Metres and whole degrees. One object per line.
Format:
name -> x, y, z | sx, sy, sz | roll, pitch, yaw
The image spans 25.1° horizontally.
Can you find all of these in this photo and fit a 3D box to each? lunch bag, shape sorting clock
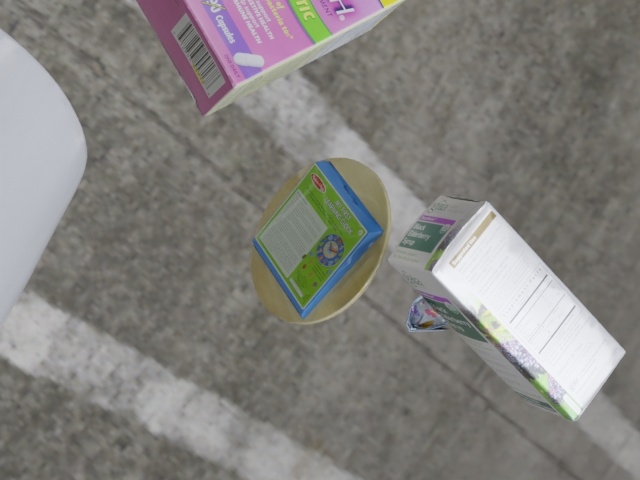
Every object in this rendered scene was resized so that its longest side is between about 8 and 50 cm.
lunch bag -> 0.128, 0.071, 1.540 | 0.083, 0.053, 0.071 | -35, 176, 2
shape sorting clock -> 0.000, 0.000, 1.684 | 0.040, 0.206, 0.206 | 23, 98, -43

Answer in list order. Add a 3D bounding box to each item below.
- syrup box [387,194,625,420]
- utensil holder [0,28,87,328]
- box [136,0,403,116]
syrup box -> 0.186, 0.066, 1.436 | 0.237, 0.093, 0.096 | 44, 77, -23
utensil holder -> -0.410, 0.013, 1.194 | 0.385, 0.327, 0.328 | -65, 150, -32
box -> -0.066, -0.289, 1.550 | 0.243, 0.117, 0.214 | -30, 91, -24
